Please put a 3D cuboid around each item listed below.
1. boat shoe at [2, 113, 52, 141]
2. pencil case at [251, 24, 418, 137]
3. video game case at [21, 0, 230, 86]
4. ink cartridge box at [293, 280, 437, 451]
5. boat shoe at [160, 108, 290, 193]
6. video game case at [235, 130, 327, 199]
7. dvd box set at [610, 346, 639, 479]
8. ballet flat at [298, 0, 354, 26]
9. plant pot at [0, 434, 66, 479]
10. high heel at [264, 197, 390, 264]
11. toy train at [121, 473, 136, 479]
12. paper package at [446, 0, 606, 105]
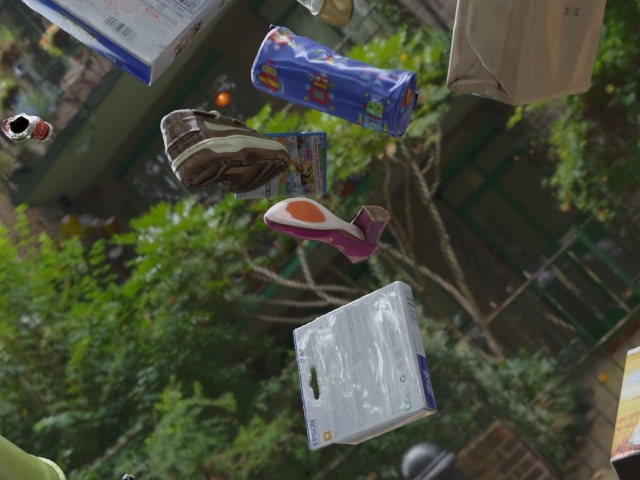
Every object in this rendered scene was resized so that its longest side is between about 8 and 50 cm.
[{"bbox_3d":[-0.513,-0.195,1.636,0.043,0.137,0.049,17,-94,-47],"label":"boat shoe"},{"bbox_3d":[0.029,-0.283,1.697,0.133,0.306,0.119,-42,-31,-52],"label":"pencil case"},{"bbox_3d":[-0.280,-0.385,1.380,0.244,0.269,0.061,-53,-5,-26],"label":"video game case"},{"bbox_3d":[0.099,0.304,2.262,0.330,0.324,0.071,-28,-34,30],"label":"ink cartridge box"},{"bbox_3d":[-0.117,-0.123,1.201,0.095,0.095,0.257,-35,-10,14],"label":"boat shoe"},{"bbox_3d":[-0.072,-0.135,1.714,0.015,0.166,0.119,-114,22,-65],"label":"video game case"},{"bbox_3d":[0.630,0.231,1.519,0.307,0.062,0.420,-25,6,27],"label":"dvd box set"},{"bbox_3d":[-0.020,-0.421,1.584,0.073,0.232,0.080,-3,-53,-26],"label":"ballet flat"},{"bbox_3d":[-0.733,0.531,2.073,0.276,0.276,0.254,-41,-45,-18],"label":"plant pot"},{"bbox_3d":[0.000,0.000,2.360,0.377,0.127,0.181,4,-50,-35],"label":"high heel"},{"bbox_3d":[-0.347,0.466,1.741,0.036,0.027,0.158,-58,-14,-35],"label":"toy train"},{"bbox_3d":[0.420,-0.438,1.888,0.325,0.168,0.310,-17,-61,-48],"label":"paper package"}]
